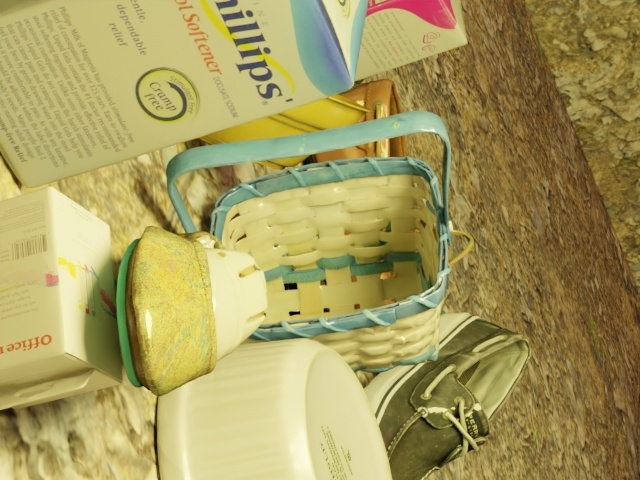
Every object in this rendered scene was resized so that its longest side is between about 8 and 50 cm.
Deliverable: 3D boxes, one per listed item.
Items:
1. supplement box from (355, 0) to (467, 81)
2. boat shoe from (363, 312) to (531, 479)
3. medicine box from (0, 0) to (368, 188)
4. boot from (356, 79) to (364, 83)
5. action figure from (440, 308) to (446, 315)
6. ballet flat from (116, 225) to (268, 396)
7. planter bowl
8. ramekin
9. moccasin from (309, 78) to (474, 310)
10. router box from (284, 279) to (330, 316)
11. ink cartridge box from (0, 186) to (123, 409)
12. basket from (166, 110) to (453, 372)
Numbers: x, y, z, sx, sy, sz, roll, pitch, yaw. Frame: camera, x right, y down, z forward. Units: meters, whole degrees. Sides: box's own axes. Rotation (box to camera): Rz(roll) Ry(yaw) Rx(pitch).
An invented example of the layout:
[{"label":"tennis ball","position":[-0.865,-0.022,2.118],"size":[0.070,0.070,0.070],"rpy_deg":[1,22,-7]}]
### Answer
[{"label":"supplement box","position":[0.046,-0.264,2.081],"size":[0.111,0.220,0.114],"rpy_deg":[52,28,-50]},{"label":"boat shoe","position":[0.129,0.185,1.971],"size":[0.335,0.119,0.121],"rpy_deg":[-51,135,-43]},{"label":"medicine box","position":[-0.115,-0.204,1.430],"size":[0.263,0.289,0.149],"rpy_deg":[-80,149,-55]},{"label":"boot","position":[0.058,-0.299,2.416],"size":[0.198,0.077,0.137],"rpy_deg":[-40,118,-57]},{"label":"action figure","position":[0.174,0.154,2.360],"size":[0.232,0.063,0.137],"rpy_deg":[31,43,-59]},{"label":"ballet flat","position":[-0.096,0.043,1.378],"size":[0.348,0.123,0.123],"rpy_deg":[-150,-138,-84]},{"label":"planter bowl","position":[-0.065,-0.127,1.770],"size":[0.090,0.217,0.217],"rpy_deg":[-67,162,6]},{"label":"ramekin","position":[-0.029,0.211,1.597],"size":[0.273,0.127,0.273],"rpy_deg":[-16,90,-73]},{"label":"moccasin","position":[0.095,-0.002,2.114],"size":[0.139,0.147,0.380],"rpy_deg":[-28,105,-72]},{"label":"router box","position":[-0.004,0.098,1.915],"size":[0.092,0.038,0.122],"rpy_deg":[50,29,-53]},{"label":"ink cartridge box","position":[-0.203,0.051,1.270],"size":[0.090,0.092,0.143],"rpy_deg":[40,39,-62]},{"label":"basket","position":[0.000,0.000,1.686],"size":[0.289,0.255,0.201],"rpy_deg":[81,3,-54]}]
